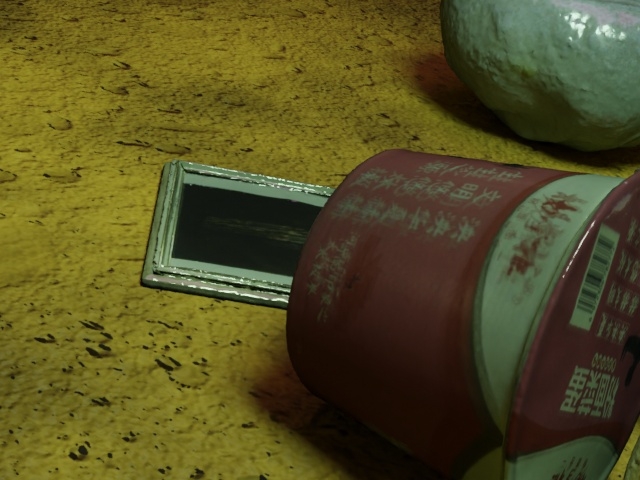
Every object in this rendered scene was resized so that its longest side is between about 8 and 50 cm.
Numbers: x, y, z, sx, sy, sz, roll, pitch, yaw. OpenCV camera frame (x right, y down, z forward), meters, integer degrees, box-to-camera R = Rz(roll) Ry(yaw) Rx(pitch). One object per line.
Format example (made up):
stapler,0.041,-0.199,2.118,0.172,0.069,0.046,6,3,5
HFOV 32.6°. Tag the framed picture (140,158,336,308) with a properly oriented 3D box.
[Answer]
framed picture,0.000,0.000,0.951,0.293,0.018,0.231,10,26,-9

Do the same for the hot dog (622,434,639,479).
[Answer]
hot dog,0.266,0.194,0.623,0.073,0.084,0.242,3,27,-24

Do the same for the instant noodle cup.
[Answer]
instant noodle cup,0.103,0.049,0.694,0.178,0.234,0.235,19,25,34

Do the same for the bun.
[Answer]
bun,0.309,-0.234,1.345,0.362,0.211,0.362,9,29,-5
